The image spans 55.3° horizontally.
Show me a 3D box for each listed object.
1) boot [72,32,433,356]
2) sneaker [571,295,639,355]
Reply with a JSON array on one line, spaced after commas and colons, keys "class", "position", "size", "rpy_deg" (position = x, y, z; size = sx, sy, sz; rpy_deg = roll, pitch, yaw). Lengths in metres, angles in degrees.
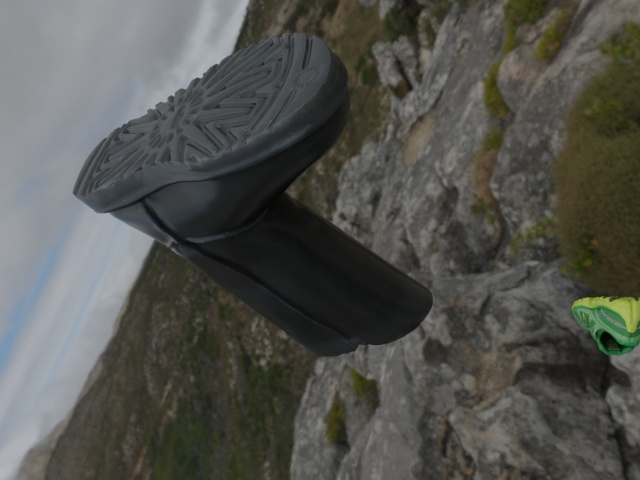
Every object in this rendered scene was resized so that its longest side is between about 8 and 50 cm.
[{"class": "boot", "position": [-0.001, 0.000, 0.716], "size": [0.367, 0.445, 0.146], "rpy_deg": [-9, 51, 41]}, {"class": "sneaker", "position": [0.623, 0.188, 1.341], "size": [0.295, 0.109, 0.124], "rpy_deg": [42, -127, -76]}]
